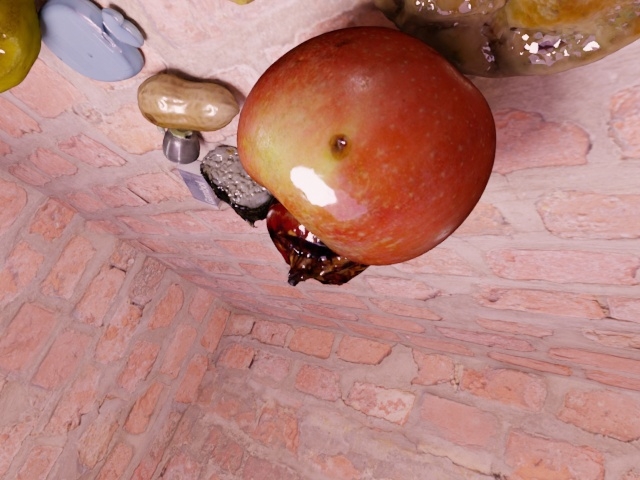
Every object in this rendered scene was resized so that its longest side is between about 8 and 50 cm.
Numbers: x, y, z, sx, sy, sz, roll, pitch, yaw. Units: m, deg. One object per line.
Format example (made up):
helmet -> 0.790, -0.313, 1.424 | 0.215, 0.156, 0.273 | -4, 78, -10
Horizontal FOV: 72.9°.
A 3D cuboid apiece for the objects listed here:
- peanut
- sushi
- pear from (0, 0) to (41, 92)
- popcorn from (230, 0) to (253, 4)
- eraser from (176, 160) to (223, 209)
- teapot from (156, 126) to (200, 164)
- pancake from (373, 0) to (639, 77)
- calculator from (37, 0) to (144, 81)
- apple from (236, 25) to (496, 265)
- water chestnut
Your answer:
peanut -> -0.277, -0.282, 0.894 | 0.236, 0.110, 0.120 | 13, 148, 20
sushi -> -0.201, -0.150, 1.110 | 0.212, 0.147, 0.115 | 37, 167, 12
pear -> -0.697, -0.421, 0.790 | 0.375, 0.287, 0.287 | 33, 162, 18
popcorn -> -0.106, -0.349, 0.435 | 0.225, 0.201, 0.203 | -12, 139, -11
eraser -> -0.359, -0.170, 1.320 | 0.091, 0.046, 0.213 | 19, 158, 9
teapot -> -0.359, -0.255, 1.070 | 0.124, 0.092, 0.091 | 18, 142, -5
pancake -> 0.183, -0.309, 0.405 | 0.386, 0.082, 0.387 | 23, 156, 11
calculator -> -0.470, -0.406, 0.887 | 0.302, 0.042, 0.188 | 8, 153, 40
apple -> 0.061, -0.131, 0.616 | 0.348, 0.277, 0.348 | 41, -177, -3
water chestnut -> 0.000, 0.000, 1.054 | 0.299, 0.300, 0.300 | 20, 158, 8
